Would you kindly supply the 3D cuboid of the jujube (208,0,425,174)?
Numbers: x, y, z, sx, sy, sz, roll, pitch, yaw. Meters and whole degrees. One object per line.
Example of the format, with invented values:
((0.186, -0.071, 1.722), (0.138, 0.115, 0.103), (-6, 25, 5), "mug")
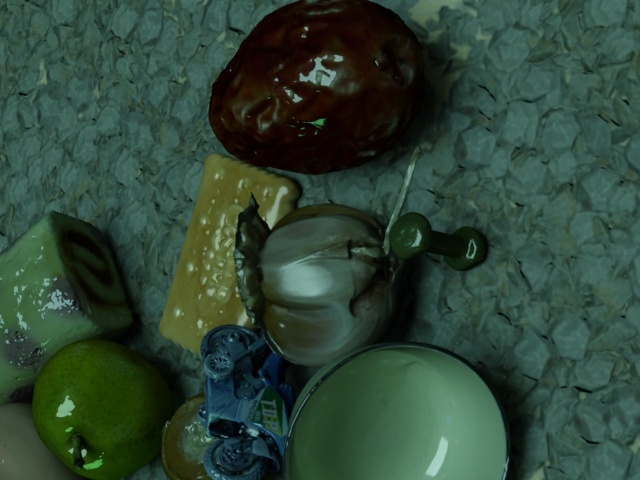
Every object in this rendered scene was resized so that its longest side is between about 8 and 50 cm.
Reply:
((-0.007, -0.168, 1.513), (0.290, 0.197, 0.197), (-16, 74, 49), "jujube")

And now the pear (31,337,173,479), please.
((-0.279, 0.218, 1.656), (0.166, 0.216, 0.180), (-40, 96, 26), "pear")

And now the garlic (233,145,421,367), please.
((0.000, 0.000, 1.458), (0.207, 0.207, 0.257), (43, 127, 34), "garlic")

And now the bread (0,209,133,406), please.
((-0.413, 0.125, 1.810), (0.338, 0.155, 0.187), (-37, 60, 27), "bread")

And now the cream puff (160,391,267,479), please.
((-0.117, 0.251, 1.588), (0.126, 0.103, 0.144), (-37, 46, 2), "cream puff")

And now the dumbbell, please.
((0.124, 0.002, 1.426), (0.052, 0.118, 0.046), (-36, 60, 31), "dumbbell")

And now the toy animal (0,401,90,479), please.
((-0.394, 0.336, 1.747), (0.256, 0.195, 0.213), (53, 129, 28), "toy animal")

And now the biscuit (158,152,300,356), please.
((-0.118, 0.025, 1.670), (0.160, 0.030, 0.250), (22, 98, 38), "biscuit")

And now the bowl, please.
((0.066, 0.207, 1.399), (0.126, 0.237, 0.238), (-145, 71, -74), "bowl")

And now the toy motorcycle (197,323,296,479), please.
((-0.067, 0.179, 1.513), (0.254, 0.135, 0.092), (-99, 15, -50), "toy motorcycle")
